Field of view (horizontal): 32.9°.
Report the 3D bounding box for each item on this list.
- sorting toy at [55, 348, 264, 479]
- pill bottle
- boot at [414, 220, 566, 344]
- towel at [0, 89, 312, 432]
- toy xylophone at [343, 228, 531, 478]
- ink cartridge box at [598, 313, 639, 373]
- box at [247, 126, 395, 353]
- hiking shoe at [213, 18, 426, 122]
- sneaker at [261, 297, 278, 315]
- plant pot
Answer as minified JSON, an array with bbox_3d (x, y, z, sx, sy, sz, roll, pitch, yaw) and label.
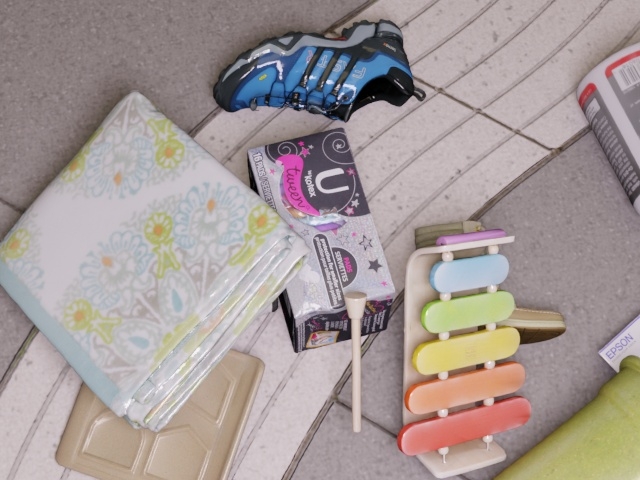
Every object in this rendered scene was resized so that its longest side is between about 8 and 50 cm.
[{"bbox_3d":[-0.193,0.180,1.429,0.229,0.041,0.307,17,76,9],"label":"sorting toy"},{"bbox_3d":[0.495,-0.129,1.545,0.161,0.161,0.283,-18,69,-10],"label":"pill bottle"},{"bbox_3d":[0.231,0.057,1.500,0.213,0.077,0.165,4,65,2],"label":"boot"},{"bbox_3d":[-0.231,0.021,1.404,0.320,0.090,0.374,-48,61,-2],"label":"towel"},{"bbox_3d":[0.149,0.145,1.364,0.236,0.081,0.323,-17,109,-26],"label":"toy xylophone"},{"bbox_3d":[0.515,0.171,1.479,0.206,0.045,0.208,-37,74,-16],"label":"ink cartridge box"},{"bbox_3d":[0.000,0.000,1.464,0.142,0.163,0.247,-15,69,-7],"label":"box"},{"bbox_3d":[-0.004,-0.232,1.591,0.304,0.113,0.132,-17,68,-10],"label":"hiking shoe"},{"bbox_3d":[-0.137,0.017,1.497,0.081,0.080,0.211,-25,70,-14],"label":"sneaker"},{"bbox_3d":[0.342,0.321,1.311,0.253,0.276,0.276,-30,71,-2],"label":"plant pot"}]
